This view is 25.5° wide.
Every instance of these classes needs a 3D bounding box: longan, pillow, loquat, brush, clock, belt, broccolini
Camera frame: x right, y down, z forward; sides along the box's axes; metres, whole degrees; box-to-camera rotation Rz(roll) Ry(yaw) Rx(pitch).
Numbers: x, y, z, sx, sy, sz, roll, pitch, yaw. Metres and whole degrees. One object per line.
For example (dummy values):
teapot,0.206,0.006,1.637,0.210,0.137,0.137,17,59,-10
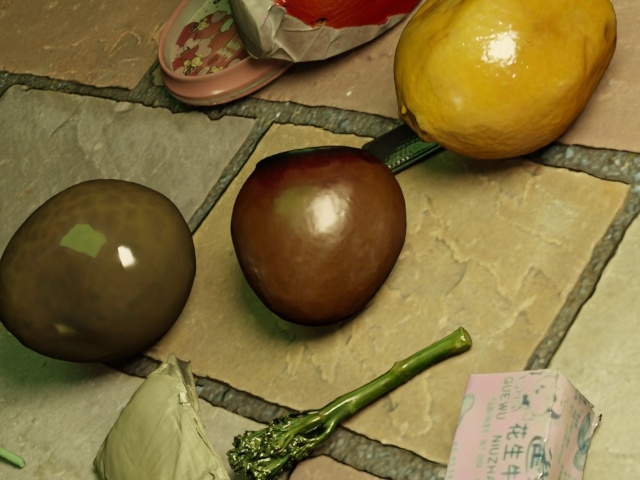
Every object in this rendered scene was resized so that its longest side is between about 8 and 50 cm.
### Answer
longan,-0.224,0.033,1.432,0.212,0.198,0.198,-35,39,15
pillow,-0.141,0.220,1.278,0.148,0.050,0.229,-55,33,18
loquat,0.174,-0.171,1.309,0.234,0.176,0.187,-40,38,-17
brush,0.043,-0.076,1.449,0.193,0.016,0.063,-28,39,14
clock,-0.091,-0.258,1.700,0.244,0.056,0.244,-23,41,21
belt,0.009,-0.333,1.584,0.227,0.115,0.324,27,62,29
broccolini,0.028,0.145,1.239,0.239,0.051,0.054,-29,27,4

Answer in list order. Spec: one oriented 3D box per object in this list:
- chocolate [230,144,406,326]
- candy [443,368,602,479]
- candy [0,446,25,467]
chocolate,0.000,0.000,1.320,0.177,0.177,0.176,-22,42,21
candy,0.150,0.179,1.078,0.092,0.073,0.160,-11,48,38
candy,-0.378,0.208,1.504,0.194,0.058,0.062,16,32,36
